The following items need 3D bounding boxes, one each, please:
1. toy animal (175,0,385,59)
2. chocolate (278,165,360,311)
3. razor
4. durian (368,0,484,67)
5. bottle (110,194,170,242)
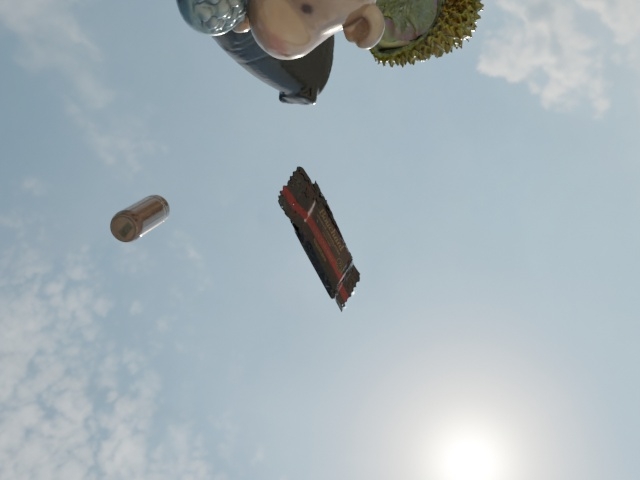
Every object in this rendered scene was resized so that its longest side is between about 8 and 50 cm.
[{"bbox_3d":[-0.043,-0.320,1.008,0.221,0.229,0.210,-93,-15,-54],"label":"toy animal"},{"bbox_3d":[0.000,0.000,1.130,0.182,0.028,0.086,62,-146,-28],"label":"chocolate"},{"bbox_3d":[-0.090,-0.382,1.580,0.349,0.113,0.204,36,-120,-60],"label":"razor"},{"bbox_3d":[0.158,-0.362,1.418,0.137,0.237,0.193,-2,-73,-40],"label":"durian"},{"bbox_3d":[-0.288,-0.036,1.461,0.053,0.053,0.140,52,-160,-4],"label":"bottle"}]
